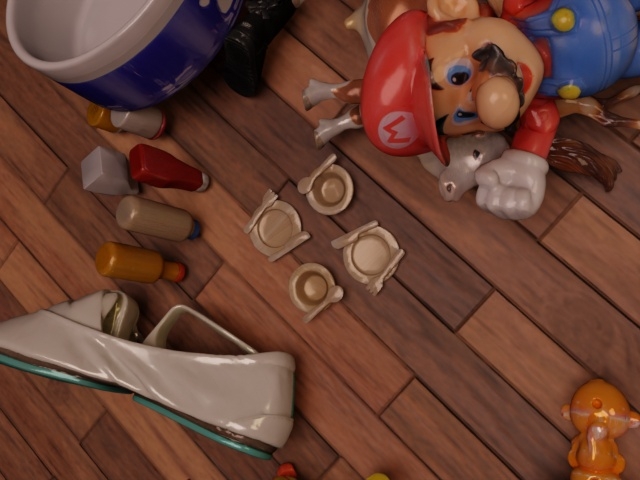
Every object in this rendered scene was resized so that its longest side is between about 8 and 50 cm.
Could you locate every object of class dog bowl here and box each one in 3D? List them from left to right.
[{"bbox_3d":[-0.213,-0.281,0.768,0.264,0.104,0.265,-11,68,27],"label":"dog bowl"}]

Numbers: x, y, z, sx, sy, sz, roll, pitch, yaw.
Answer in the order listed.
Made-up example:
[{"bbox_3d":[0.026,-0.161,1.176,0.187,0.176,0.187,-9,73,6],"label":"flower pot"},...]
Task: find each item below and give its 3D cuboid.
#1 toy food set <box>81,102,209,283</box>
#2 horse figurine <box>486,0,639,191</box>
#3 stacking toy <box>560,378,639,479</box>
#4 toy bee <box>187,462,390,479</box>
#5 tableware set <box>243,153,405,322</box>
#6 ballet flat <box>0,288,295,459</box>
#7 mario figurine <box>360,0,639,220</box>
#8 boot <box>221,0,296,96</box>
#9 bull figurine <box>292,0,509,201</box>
[{"bbox_3d":[-0.202,-0.070,0.823,0.111,0.104,0.232,-32,60,31],"label":"toy food set"},{"bbox_3d":[0.229,-0.179,0.655,0.174,0.066,0.263,-1,86,14],"label":"horse figurine"},{"bbox_3d":[0.236,0.274,0.612,0.175,0.165,0.302,-1,77,33],"label":"stacking toy"},{"bbox_3d":[-0.007,0.296,0.710,0.195,0.162,0.298,-35,102,9],"label":"toy bee"},{"bbox_3d":[0.000,0.000,0.765,0.141,0.020,0.169,-38,76,16],"label":"tableware set"},{"bbox_3d":[-0.206,0.128,0.800,0.400,0.139,0.139,14,94,17],"label":"ballet flat"},{"bbox_3d":[0.187,-0.133,0.535,0.320,0.170,0.198,-19,84,1],"label":"mario figurine"},{"bbox_3d":[-0.065,-0.224,0.769,0.045,0.121,0.099,31,71,5],"label":"boot"},{"bbox_3d":[0.075,-0.183,0.690,0.188,0.101,0.311,-7,84,9],"label":"bull figurine"}]
